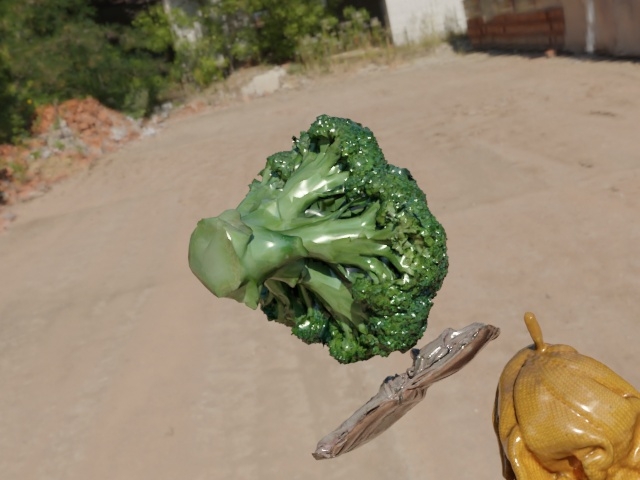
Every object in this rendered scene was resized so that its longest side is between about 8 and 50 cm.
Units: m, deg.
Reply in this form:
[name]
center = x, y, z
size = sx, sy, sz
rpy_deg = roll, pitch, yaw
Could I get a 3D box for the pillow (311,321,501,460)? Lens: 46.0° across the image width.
[pillow]
center = 0.095, 0.167, 0.856
size = 0.248, 0.049, 0.135
rpy_deg = -42, -16, 9

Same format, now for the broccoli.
[broccoli]
center = 0.000, 0.000, 0.766
size = 0.270, 0.269, 0.270
rpy_deg = -6, 8, -43

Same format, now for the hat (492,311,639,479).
[hat]
center = 0.298, 0.191, 0.908
size = 0.233, 0.233, 0.244
rpy_deg = -27, 7, -38
